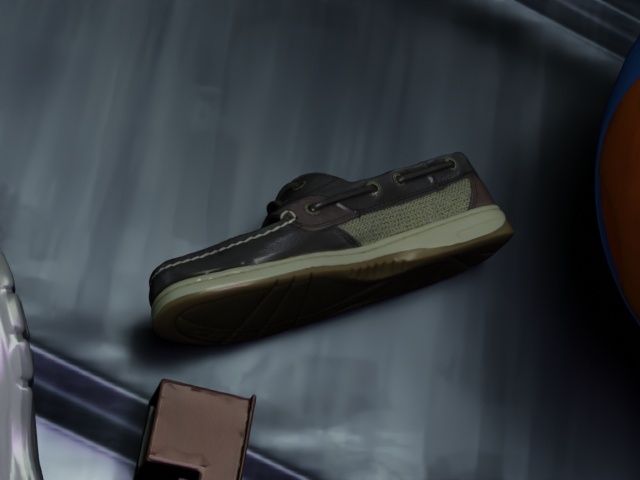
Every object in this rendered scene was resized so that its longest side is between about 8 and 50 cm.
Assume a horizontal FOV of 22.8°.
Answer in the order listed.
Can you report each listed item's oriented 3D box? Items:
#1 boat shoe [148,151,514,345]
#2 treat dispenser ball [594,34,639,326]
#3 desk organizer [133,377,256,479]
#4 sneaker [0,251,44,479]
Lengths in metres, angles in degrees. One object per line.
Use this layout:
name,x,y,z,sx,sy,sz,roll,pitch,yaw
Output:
boat shoe,0.001,-0.001,0.874,0.223,0.080,0.073,-13,68,-28
treat dispenser ball,0.294,-0.033,0.859,0.288,0.288,0.288,6,67,-16
desk organizer,-0.072,0.140,0.807,0.050,0.047,0.130,14,65,-10
sneaker,-0.194,0.098,0.754,0.129,0.111,0.297,-10,71,-15
